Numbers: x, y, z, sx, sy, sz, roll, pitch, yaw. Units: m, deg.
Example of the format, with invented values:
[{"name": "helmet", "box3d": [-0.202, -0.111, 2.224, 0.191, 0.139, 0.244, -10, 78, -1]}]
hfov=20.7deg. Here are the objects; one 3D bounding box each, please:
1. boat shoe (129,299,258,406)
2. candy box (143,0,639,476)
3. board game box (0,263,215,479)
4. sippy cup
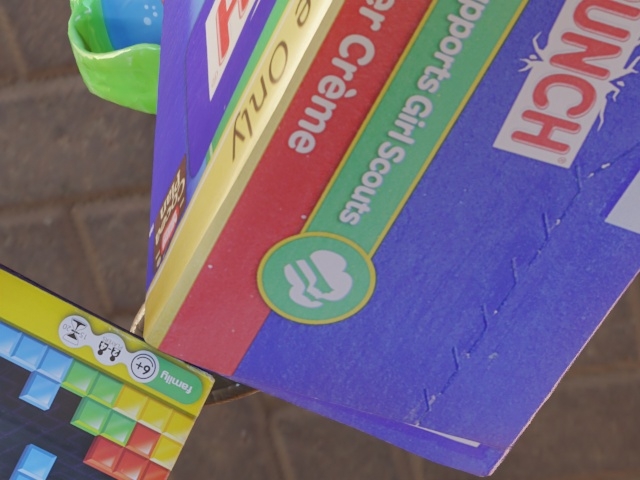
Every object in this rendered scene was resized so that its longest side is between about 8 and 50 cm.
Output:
[{"name": "boat shoe", "box3d": [0.000, 0.000, 0.730, 0.190, 0.072, 0.068, -36, 102, 21]}, {"name": "candy box", "box3d": [0.050, -0.139, 0.530, 0.122, 0.317, 0.268, 20, 124, -18]}, {"name": "board game box", "box3d": [-0.134, 0.061, 0.456, 0.170, 0.141, 0.048, 28, 164, -11]}, {"name": "sippy cup", "box3d": [-0.040, -0.207, 1.380, 0.224, 0.305, 0.240, 8, 164, 37]}]
